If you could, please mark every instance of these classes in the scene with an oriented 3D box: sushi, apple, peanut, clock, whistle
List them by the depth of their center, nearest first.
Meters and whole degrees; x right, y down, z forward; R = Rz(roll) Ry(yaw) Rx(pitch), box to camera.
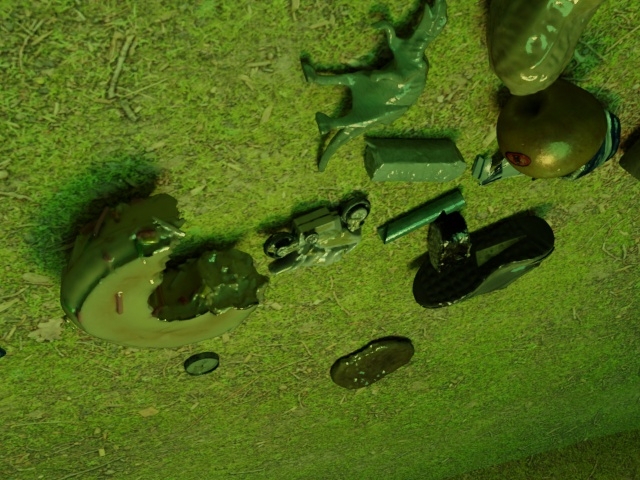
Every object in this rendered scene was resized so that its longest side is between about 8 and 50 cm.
[{"bbox_3d":[0.343,-0.358,1.172,0.149,0.149,0.313,0,139,-30],"label":"peanut"},{"bbox_3d":[0.397,-0.197,1.399,0.182,0.182,0.155,-35,130,20],"label":"apple"},{"bbox_3d":[0.206,-0.047,1.633,0.186,0.039,0.039,-26,147,8],"label":"whistle"},{"bbox_3d":[0.272,0.001,1.694,0.078,0.090,0.150,-14,148,-4],"label":"sushi"},{"bbox_3d":[-0.276,0.289,1.871,0.085,0.017,0.085,-15,147,-10],"label":"clock"}]

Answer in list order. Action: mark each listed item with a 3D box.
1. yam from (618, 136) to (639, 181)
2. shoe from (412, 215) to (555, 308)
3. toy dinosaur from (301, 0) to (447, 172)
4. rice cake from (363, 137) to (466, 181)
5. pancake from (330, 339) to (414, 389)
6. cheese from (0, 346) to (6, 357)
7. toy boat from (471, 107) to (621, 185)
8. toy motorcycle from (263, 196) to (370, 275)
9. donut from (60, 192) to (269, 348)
[{"bbox_3d":[0.745,-0.208,1.600,0.161,0.161,0.268,4,138,-33],"label":"yam"},{"bbox_3d":[0.367,0.066,1.828,0.337,0.132,0.171,-25,157,1],"label":"shoe"},{"bbox_3d":[0.063,-0.215,1.269,0.206,0.092,0.393,-11,144,-24],"label":"toy dinosaur"},{"bbox_3d":[0.168,-0.143,1.442,0.207,0.069,0.063,-4,144,-27],"label":"rice cake"},{"bbox_3d":[0.142,0.335,2.153,0.236,0.042,0.222,-19,146,-4],"label":"pancake"},{"bbox_3d":[-0.664,0.170,1.424,0.189,0.074,0.286,-20,151,-1],"label":"cheese"},{"bbox_3d":[0.454,-0.162,1.586,0.292,0.070,0.210,-28,142,18],"label":"toy boat"},{"bbox_3d":[0.000,0.000,1.554,0.229,0.074,0.151,-26,143,-9],"label":"toy motorcycle"},{"bbox_3d":[-0.290,0.069,1.417,0.307,0.150,0.371,-30,146,14],"label":"donut"}]
